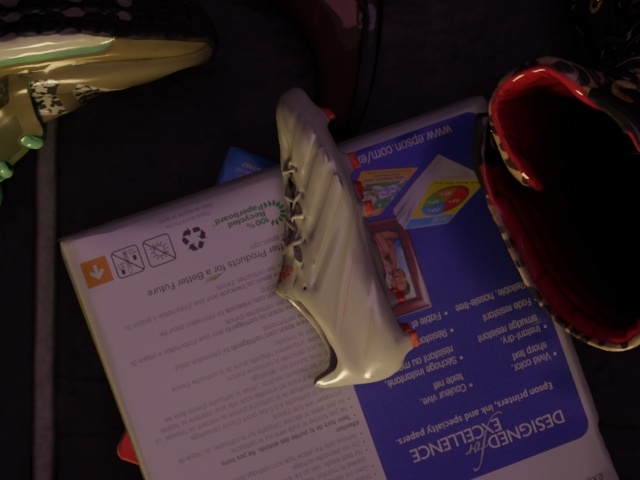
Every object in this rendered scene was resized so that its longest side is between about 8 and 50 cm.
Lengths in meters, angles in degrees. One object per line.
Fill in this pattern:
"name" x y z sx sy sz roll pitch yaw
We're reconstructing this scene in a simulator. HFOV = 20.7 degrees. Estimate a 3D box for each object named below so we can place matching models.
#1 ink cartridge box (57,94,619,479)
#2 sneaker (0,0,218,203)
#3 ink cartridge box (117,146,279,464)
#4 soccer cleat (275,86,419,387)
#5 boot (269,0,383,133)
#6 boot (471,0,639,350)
"ink cartridge box" 0.017 0.094 1.186 0.303 0.072 0.307 -19 92 -8
"sneaker" -0.262 -0.072 1.232 0.410 0.158 0.182 -13 118 5
"ink cartridge box" -0.045 0.066 1.252 0.134 0.078 0.231 22 86 -3
"soccer cleat" 0.000 0.000 1.123 0.076 0.068 0.196 -20 93 -4
"boot" -0.098 -0.199 1.257 0.280 0.096 0.264 -4 108 5
"boot" 0.205 -0.115 1.173 0.138 0.284 0.377 -13 93 34
